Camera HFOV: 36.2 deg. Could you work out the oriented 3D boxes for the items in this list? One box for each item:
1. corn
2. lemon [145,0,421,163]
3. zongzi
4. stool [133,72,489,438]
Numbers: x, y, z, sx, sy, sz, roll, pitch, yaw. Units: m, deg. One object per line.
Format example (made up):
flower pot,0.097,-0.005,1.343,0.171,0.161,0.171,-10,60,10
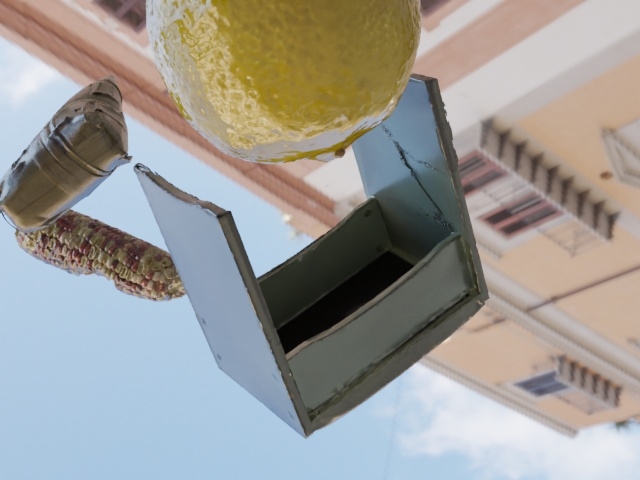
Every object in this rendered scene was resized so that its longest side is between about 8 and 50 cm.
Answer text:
corn,-0.331,0.022,1.496,0.290,0.098,0.098,23,-134,13
lemon,-0.024,-0.147,0.630,0.178,0.178,0.203,-28,-74,-46
zongzi,-0.289,-0.093,1.068,0.081,0.189,0.178,45,-167,-30
stool,0.000,0.000,0.944,0.244,0.170,0.269,-34,-55,-23
